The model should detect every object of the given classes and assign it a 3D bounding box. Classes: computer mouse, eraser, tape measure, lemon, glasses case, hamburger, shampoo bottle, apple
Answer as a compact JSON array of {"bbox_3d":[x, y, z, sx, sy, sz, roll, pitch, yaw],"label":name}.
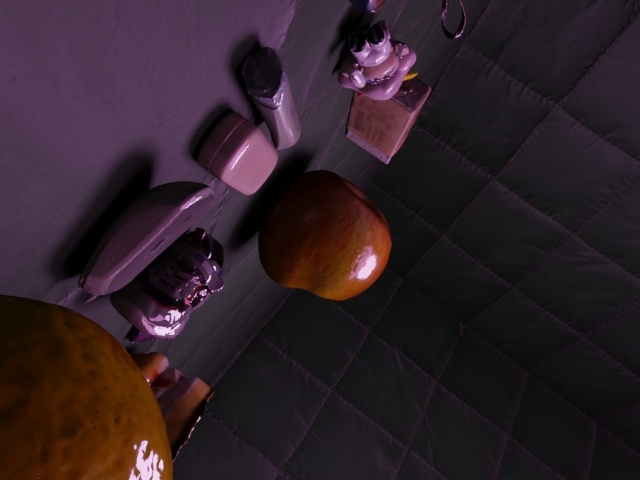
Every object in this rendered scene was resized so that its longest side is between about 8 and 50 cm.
[{"bbox_3d":[-0.194,-0.007,0.588,0.182,0.056,0.089,-44,173,-5],"label":"computer mouse"},{"bbox_3d":[0.147,-0.293,1.292,0.078,0.144,0.343,-54,176,-10],"label":"eraser"},{"bbox_3d":[0.118,-0.317,0.718,0.107,0.180,0.104,-54,-168,-8],"label":"tape measure"},{"bbox_3d":[-0.226,0.165,0.377,0.267,0.267,0.267,-53,175,-6],"label":"lemon"},{"bbox_3d":[-0.105,-0.110,0.735,0.083,0.050,0.196,-51,175,0],"label":"glasses case"},{"bbox_3d":[-0.334,0.337,0.945,0.261,0.187,0.302,-55,-175,38],"label":"hamburger"},{"bbox_3d":[-0.057,-0.172,0.702,0.212,0.049,0.072,68,19,-82],"label":"shampoo bottle"},{"bbox_3d":[0.000,0.000,1.199,0.301,0.302,0.301,-53,175,-6],"label":"apple"}]

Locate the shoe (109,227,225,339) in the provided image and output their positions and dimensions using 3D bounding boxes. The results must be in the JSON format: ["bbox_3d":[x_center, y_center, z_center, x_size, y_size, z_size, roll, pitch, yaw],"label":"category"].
[{"bbox_3d":[-0.186,0.048,0.761,0.125,0.099,0.227,-46,-177,16],"label":"shoe"}]

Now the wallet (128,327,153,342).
[{"bbox_3d":[-0.256,0.105,0.953,0.165,0.030,0.111,-53,176,5],"label":"wallet"}]

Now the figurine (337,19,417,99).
[{"bbox_3d":[0.090,-0.301,0.928,0.138,0.111,0.229,-26,173,11],"label":"figurine"}]
